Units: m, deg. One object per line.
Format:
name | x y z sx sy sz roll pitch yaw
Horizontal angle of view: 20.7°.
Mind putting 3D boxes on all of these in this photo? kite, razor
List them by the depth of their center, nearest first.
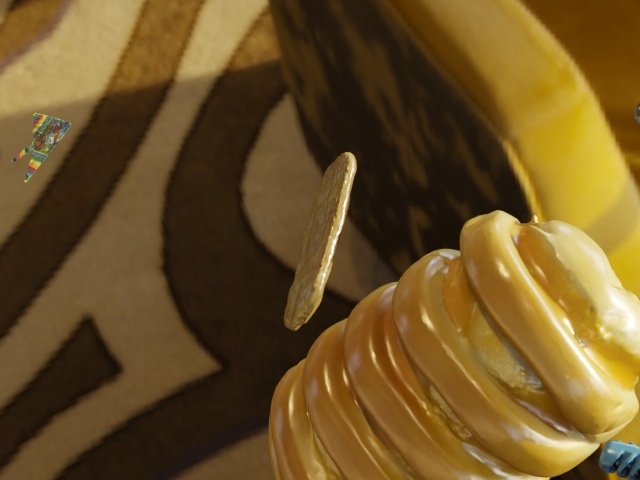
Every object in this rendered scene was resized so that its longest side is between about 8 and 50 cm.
razor | 0.386 0.242 1.647 0.253 0.082 0.042 19 51 13
kite | -0.323 -0.116 2.026 0.004 0.122 0.090 42 59 19

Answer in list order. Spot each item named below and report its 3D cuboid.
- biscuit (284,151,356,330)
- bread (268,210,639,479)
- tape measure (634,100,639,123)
biscuit | 0.000 0.000 1.306 0.018 0.071 0.147 20 66 -14
bread | 0.079 0.105 1.148 0.173 0.311 0.121 52 41 10
tape measure | 0.250 -0.115 0.830 0.178 0.105 0.196 14 84 20
